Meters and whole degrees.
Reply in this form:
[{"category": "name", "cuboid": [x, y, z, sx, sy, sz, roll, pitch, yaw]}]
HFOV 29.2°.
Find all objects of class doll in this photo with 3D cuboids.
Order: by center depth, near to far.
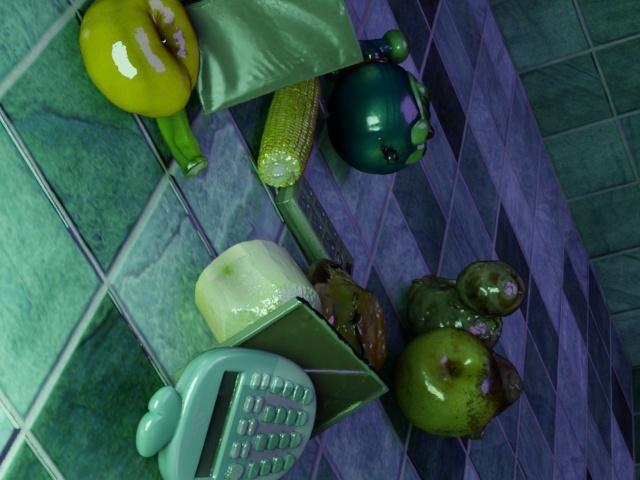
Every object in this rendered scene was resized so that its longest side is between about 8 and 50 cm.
[{"category": "doll", "cuboid": [0.098, -0.242, 2.217, 0.322, 0.186, 0.199, -106, -163, -51]}]

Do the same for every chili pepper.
[{"category": "chili pepper", "cuboid": [-0.196, -0.179, 1.627, 0.050, 0.051, 0.202, 115, -40, -75]}]

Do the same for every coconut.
[{"category": "coconut", "cuboid": [-0.084, 0.077, 1.592, 0.153, 0.147, 0.147, 53, 6, 37]}]

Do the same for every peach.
[{"category": "peach", "cuboid": [-0.220, -0.238, 1.531, 0.179, 0.103, 0.179, 33, 47, -45]}]

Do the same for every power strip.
[{"category": "power strip", "cuboid": [0.000, 0.000, 2.004, 0.268, 0.034, 0.092, 59, 26, -33]}]

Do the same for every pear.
[{"category": "pear", "cuboid": [0.222, 0.256, 2.176, 0.197, 0.197, 0.197, 48, 34, -48]}]

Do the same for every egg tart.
[{"category": "egg tart", "cuboid": [0.039, 0.141, 1.909, 0.241, 0.105, 0.241, -9, 90, -67]}]

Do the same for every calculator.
[{"category": "calculator", "cuboid": [-0.108, 0.217, 1.469, 0.298, 0.041, 0.186, 12, 95, -50]}]

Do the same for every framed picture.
[{"category": "framed picture", "cuboid": [-0.042, 0.183, 1.583, 0.265, 0.192, 0.018, 49, 12, -48]}]

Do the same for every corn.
[{"category": "corn", "cuboid": [-0.047, -0.184, 1.954, 0.081, 0.081, 0.248, 59, 27, -34]}]

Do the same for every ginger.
[{"category": "ginger", "cuboid": [0.281, 0.209, 2.327, 0.176, 0.256, 0.375, -22, 113, -43]}]

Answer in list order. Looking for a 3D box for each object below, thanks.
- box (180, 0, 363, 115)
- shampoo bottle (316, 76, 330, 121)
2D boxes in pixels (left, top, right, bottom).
[{"category": "box", "cuboid": [-0.079, -0.288, 1.697, 0.155, 0.231, 0.149, -119, -170, -74]}, {"category": "shampoo bottle", "cuboid": [-0.028, -0.285, 2.121, 0.080, 0.040, 0.165, -62, 133, -61]}]
